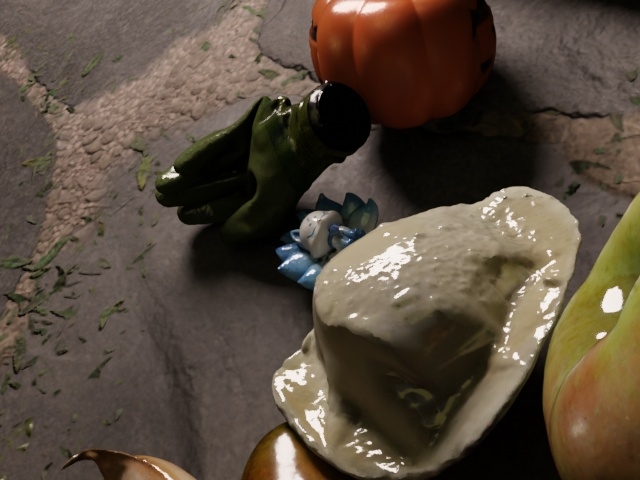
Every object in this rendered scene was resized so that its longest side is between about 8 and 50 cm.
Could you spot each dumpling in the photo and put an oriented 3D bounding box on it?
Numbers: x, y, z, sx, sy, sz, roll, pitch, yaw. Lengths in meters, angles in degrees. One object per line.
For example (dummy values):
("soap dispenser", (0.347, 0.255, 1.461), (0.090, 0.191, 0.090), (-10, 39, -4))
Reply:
("dumpling", (0.089, 0.073, 0.831), (0.243, 0.175, 0.227), (-68, 26, 21))

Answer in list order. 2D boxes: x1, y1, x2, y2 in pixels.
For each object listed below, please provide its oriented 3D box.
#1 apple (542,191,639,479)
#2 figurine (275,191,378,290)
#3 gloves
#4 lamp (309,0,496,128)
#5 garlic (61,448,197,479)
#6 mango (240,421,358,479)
("apple", (0.307, 0.084, 0.647), (0.277, 0.319, 0.319), (26, 70, 1))
("figurine", (0.000, 0.000, 1.009), (0.114, 0.079, 0.114), (-15, 57, 24))
("gloves", (-0.059, -0.076, 1.053), (0.268, 0.107, 0.135), (-22, 75, 36))
("lamp", (0.083, -0.194, 1.045), (0.187, 0.164, 0.188), (-10, 33, 6))
("garlic", (-0.124, 0.266, 0.873), (0.128, 0.115, 0.207), (-29, 54, 17))
("mango", (0.001, 0.259, 0.812), (0.133, 0.111, 0.268), (-17, 43, 4))
